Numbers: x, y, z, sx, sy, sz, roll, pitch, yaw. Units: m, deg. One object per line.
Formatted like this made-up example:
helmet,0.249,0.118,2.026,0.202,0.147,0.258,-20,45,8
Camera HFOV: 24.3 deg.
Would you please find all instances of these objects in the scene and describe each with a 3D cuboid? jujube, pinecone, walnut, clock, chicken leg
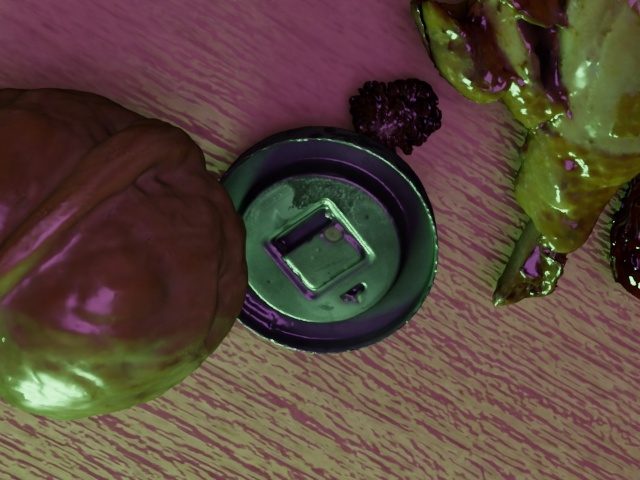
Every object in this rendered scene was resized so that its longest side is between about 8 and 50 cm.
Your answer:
jujube,0.325,-0.021,1.396,0.104,0.104,0.166,16,93,-14
pinecone,0.068,-0.112,1.339,0.083,0.077,0.077,-20,111,-38
walnut,-0.213,0.009,1.210,0.296,0.285,0.285,41,95,4
clock,0.000,0.000,1.337,0.215,0.042,0.215,3,116,6
chicken leg,0.202,-0.128,1.318,0.295,0.182,0.409,11,117,-16
